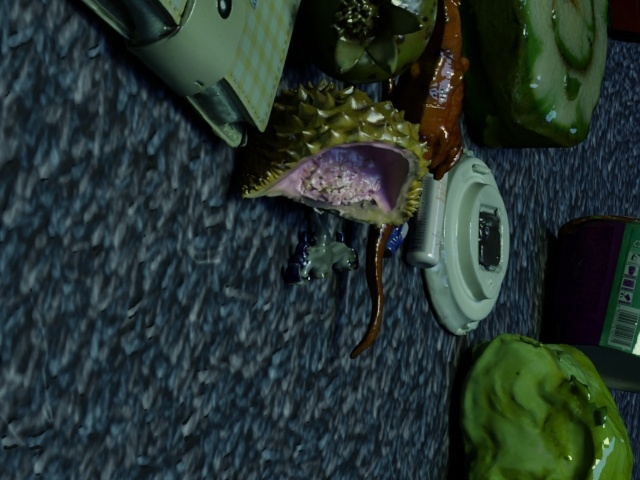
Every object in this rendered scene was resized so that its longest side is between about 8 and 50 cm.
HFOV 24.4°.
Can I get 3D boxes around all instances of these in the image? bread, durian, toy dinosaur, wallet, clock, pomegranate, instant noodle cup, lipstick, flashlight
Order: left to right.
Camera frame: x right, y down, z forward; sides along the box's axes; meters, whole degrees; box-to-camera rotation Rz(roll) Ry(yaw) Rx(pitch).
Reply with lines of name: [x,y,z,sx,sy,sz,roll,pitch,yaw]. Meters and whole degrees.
wallet: [-0.107,-0.237,1.233,0.309,0.077,0.223,45,45,-55]
durian: [0.020,-0.081,1.389,0.165,0.182,0.132,-103,-150,-73]
pomegranate: [0.053,-0.221,1.407,0.156,0.220,0.156,-7,109,-20]
flashlight: [0.089,-0.030,1.637,0.057,0.035,0.121,64,35,-40]
toy dinosaur: [0.103,-0.097,1.571,0.208,0.097,0.432,-42,140,-82]
lipstick: [0.124,-0.038,1.702,0.040,0.040,0.141,37,57,-57]
clock: [0.187,-0.002,1.815,0.236,0.053,0.237,-3,90,-64]
bread: [0.278,-0.307,1.932,0.366,0.129,0.382,10,79,-63]
durian: [0.284,0.239,1.827,0.339,0.204,0.256,17,61,-63]
instant noodle cup: [0.440,0.101,2.124,0.251,0.251,0.190,45,57,-53]

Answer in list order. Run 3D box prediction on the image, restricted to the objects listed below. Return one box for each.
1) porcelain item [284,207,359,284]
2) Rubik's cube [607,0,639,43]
porcelain item: [0.000,0.000,1.472,0.136,0.021,0.075,-13,99,-63]
Rubik's cube: [0.516,-0.463,2.149,0.288,0.283,0.294,-32,126,-31]
